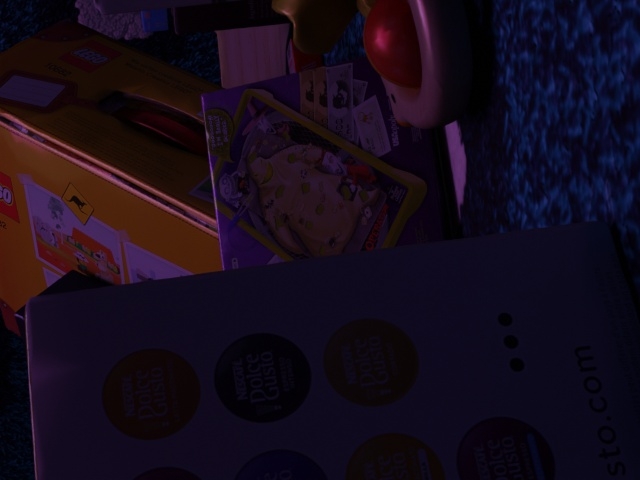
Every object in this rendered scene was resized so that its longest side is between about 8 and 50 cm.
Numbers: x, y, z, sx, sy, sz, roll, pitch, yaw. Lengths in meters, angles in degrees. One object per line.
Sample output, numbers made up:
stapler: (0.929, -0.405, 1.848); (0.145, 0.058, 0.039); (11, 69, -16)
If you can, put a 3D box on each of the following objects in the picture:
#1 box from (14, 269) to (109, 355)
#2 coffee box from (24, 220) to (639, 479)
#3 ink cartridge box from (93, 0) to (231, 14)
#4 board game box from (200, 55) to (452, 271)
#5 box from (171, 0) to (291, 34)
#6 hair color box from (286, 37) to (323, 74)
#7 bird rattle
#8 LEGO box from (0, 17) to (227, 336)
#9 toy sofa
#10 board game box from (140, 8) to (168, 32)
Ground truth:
box: (-0.230, 0.138, 1.417); (0.156, 0.093, 0.158); (21, 135, 32)
coffee box: (0.019, 0.232, 0.785); (0.338, 0.334, 0.338); (96, 166, -62)
ink cartridge box: (-0.091, -0.348, 1.279); (0.121, 0.289, 0.211); (-114, 18, -66)
board game box: (0.015, 0.019, 1.155); (0.056, 0.208, 0.347); (25, -124, -74)
box: (-0.100, -0.386, 1.688); (0.168, 0.203, 0.167); (-105, 11, -46)
hair color box: (-0.015, -0.208, 1.834); (0.072, 0.043, 0.141); (128, 133, -81)
bird rattle: (0.073, -0.190, 0.998); (0.253, 0.143, 0.207); (-19, 90, 70)
LEGO box: (-0.158, 0.019, 1.482); (0.500, 0.193, 0.373); (27, 137, 29)
toy sofa: (-0.106, -0.259, 2.238); (0.150, 0.177, 0.363); (-60, -29, -58)
board game box: (-0.231, -0.407, 1.724); (0.160, 0.039, 0.212); (95, 166, -59)
